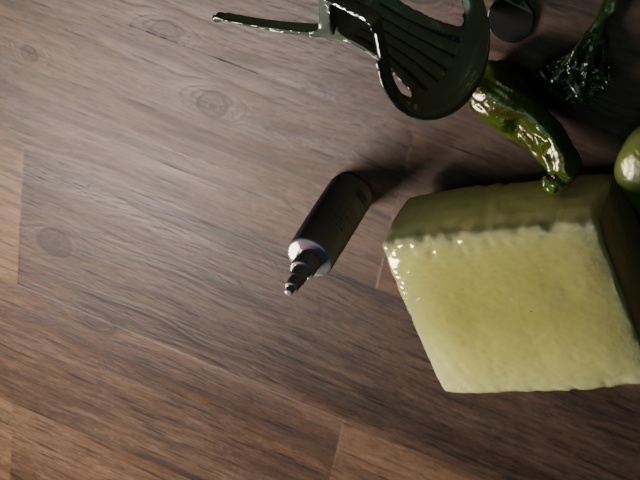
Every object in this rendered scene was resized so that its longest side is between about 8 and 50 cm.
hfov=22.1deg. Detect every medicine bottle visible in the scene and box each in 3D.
[{"bbox_3d":[0.000,0.000,1.894,0.058,0.199,0.057,14,132,16],"label":"medicine bottle"}]

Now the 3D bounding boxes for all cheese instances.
[{"bbox_3d":[0.237,0.054,1.867,0.265,0.124,0.242,-5,119,32],"label":"cheese"}]

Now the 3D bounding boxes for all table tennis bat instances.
[{"bbox_3d":[0.204,-0.243,1.725,0.050,0.007,0.083,25,135,9],"label":"table tennis bat"}]

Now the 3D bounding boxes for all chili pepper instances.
[{"bbox_3d":[0.206,-0.144,1.757,0.204,0.073,0.072,47,166,0],"label":"chili pepper"}]

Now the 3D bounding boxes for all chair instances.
[{"bbox_3d":[0.037,-0.263,1.676,0.275,0.203,0.190,24,145,20],"label":"chair"}]

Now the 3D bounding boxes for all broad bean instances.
[{"bbox_3d":[0.394,-0.054,1.735,0.174,0.082,0.124,33,134,14],"label":"broad bean"}]

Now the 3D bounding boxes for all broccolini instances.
[{"bbox_3d":[0.292,-0.232,1.659,0.071,0.057,0.254,-5,142,-23],"label":"broccolini"}]
